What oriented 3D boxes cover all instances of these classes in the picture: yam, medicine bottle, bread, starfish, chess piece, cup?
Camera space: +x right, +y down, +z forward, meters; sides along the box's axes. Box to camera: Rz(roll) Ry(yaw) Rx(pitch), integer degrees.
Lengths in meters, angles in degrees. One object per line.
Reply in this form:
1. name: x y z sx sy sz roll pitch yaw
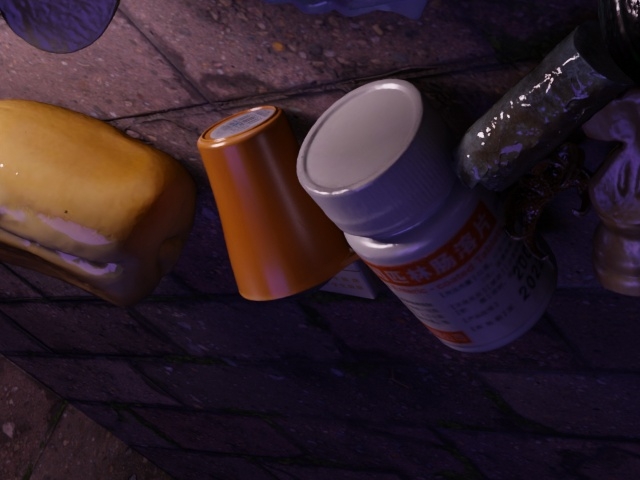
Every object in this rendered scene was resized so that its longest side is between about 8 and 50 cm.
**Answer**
1. yam: 0.252 -0.146 1.427 0.093 0.093 0.259 31 138 -14
2. medicine bottle: 0.148 -0.026 1.651 0.211 0.211 0.371 -2 144 41
3. bread: -0.390 -0.065 1.961 0.376 0.253 0.348 22 158 6
4. starfish: 0.280 -0.057 1.552 0.074 0.146 0.190 48 178 28
5. chess piece: 0.391 -0.073 1.502 0.137 0.137 0.301 10 137 25
6. cup: -0.049 -0.053 1.756 0.226 0.182 0.264 -13 112 22

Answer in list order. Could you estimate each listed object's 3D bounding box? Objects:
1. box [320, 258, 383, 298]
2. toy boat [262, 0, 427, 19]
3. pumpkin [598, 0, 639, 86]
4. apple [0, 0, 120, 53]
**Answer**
1. box: -0.001 -0.001 1.978 0.149 0.067 0.233 6 149 28
2. toy boat: -0.009 -0.336 1.337 0.290 0.100 0.199 22 154 4
3. pumpkin: 0.364 -0.249 1.107 0.248 0.248 0.248 18 153 10
4. apple: -0.378 -0.360 1.422 0.295 0.233 0.258 -7 136 -23
